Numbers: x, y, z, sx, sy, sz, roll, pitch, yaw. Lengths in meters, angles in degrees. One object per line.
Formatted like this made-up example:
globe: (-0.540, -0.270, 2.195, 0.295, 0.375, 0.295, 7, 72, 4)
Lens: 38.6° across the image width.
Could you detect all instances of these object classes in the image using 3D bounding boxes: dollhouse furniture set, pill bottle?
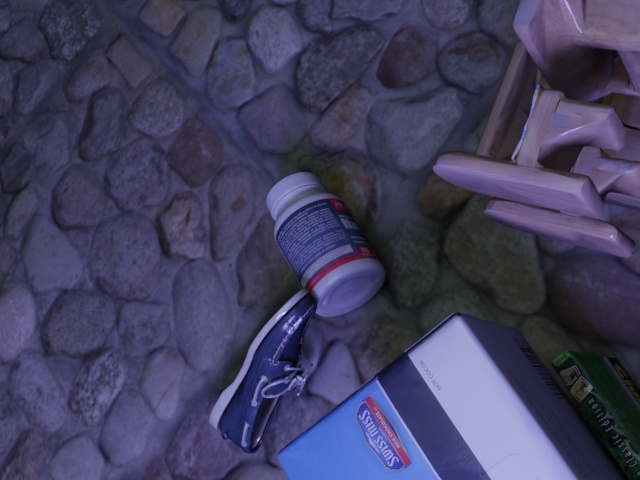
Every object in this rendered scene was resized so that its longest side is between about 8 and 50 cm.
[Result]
dollhouse furniture set: (0.253, -0.180, 0.950, 0.256, 0.394, 0.362, 16, 82, 33)
pill bottle: (0.000, 0.000, 1.206, 0.108, 0.108, 0.180, -38, 59, 14)

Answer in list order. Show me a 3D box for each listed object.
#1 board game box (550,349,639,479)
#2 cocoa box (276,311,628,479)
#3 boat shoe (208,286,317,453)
board game box: (0.339, 0.226, 0.917, 0.030, 0.136, 0.260, -45, 56, 25)
cocoa box: (0.170, 0.277, 0.855, 0.228, 0.231, 0.347, -40, 68, 15)
boat shoe: (-0.061, 0.171, 1.163, 0.079, 0.095, 0.254, 39, 115, 16)
